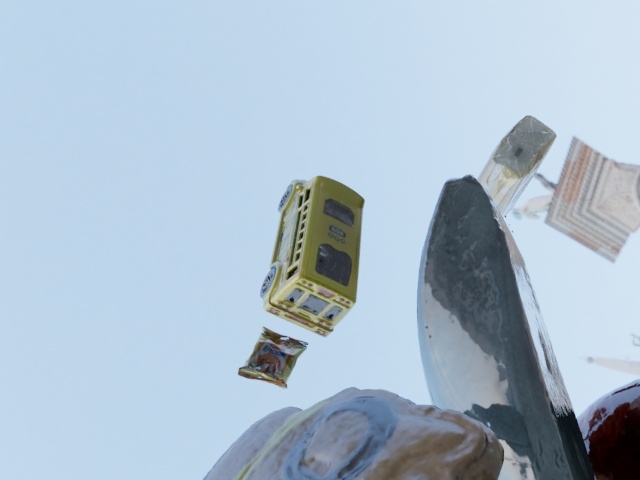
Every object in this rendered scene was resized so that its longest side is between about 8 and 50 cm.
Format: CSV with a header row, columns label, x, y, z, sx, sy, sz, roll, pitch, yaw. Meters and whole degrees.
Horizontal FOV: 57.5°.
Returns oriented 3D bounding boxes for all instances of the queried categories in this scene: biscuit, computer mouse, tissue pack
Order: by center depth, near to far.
label,x,y,z,sx,sy,sz,roll,pitch,yaw
biscuit,-0.005,0.174,0.350,0.208,0.290,0.041,-48,-69,-26
computer mouse,0.164,0.099,0.574,0.188,0.122,0.371,46,-146,-48
tissue pack,0.381,-0.125,1.211,0.090,0.222,0.186,35,-124,17

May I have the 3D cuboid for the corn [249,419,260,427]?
label,x,y,z,sx,sy,sz,roll,pitch,yaw
corn,-0.129,0.486,1.165,0.093,0.093,0.244,23,-115,-19

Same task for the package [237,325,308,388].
label,x,y,z,sx,sy,sz,roll,pitch,yaw
package,-0.096,0.240,1.190,0.108,0.031,0.121,18,-131,13

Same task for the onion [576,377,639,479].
label,x,y,z,sx,sy,sz,roll,pitch,yaw
onion,0.351,0.267,0.534,0.195,0.272,0.272,-13,-88,-52

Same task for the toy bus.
label,x,y,z,sx,sy,sz,roll,pitch,yaw
toy bus,0.000,0.000,1.066,0.145,0.151,0.331,26,-137,-18
